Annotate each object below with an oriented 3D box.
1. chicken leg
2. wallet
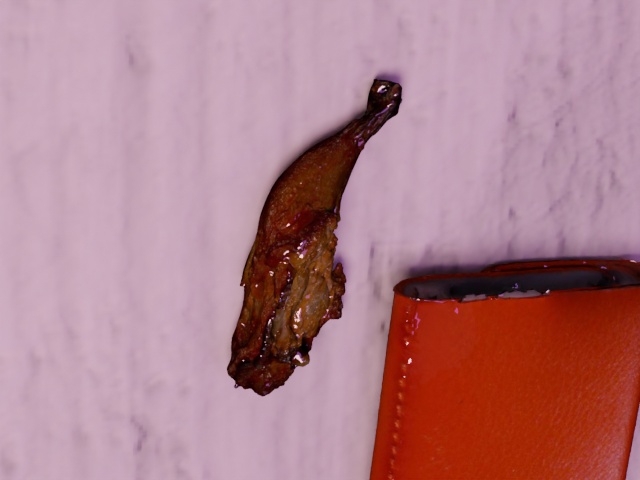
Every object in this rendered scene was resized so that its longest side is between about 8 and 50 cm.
[{"bbox_3d":[-0.003,0.000,0.598,0.062,0.037,0.145,1,111,-47],"label":"chicken leg"},{"bbox_3d":[0.086,0.110,0.672,0.142,0.045,0.204,-3,111,-24],"label":"wallet"}]
